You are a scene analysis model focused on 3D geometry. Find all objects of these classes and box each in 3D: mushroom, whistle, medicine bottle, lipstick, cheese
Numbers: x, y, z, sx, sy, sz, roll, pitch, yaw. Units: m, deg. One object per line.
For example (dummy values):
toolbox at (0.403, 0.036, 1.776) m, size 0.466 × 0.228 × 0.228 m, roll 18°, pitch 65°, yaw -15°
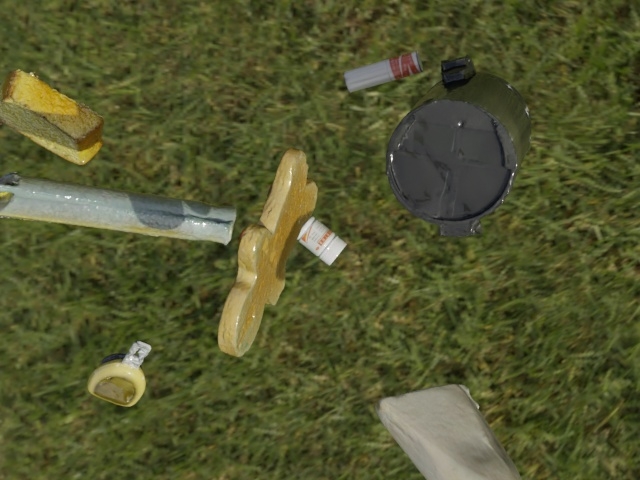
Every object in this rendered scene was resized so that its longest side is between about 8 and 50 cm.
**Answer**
mushroom at (0.275, 0.420, 1.926) m, size 0.407 × 0.154 × 0.137 m, roll 52°, pitch 140°, yaw 14°
whistle at (-0.273, -0.042, 1.390) m, size 0.326 × 0.068 × 0.057 m, roll 9°, pitch 69°, yaw -11°
medicine bottle at (0.000, 0.000, 2.058) m, size 0.089 × 0.057 × 0.057 m, roll 40°, pitch 112°, yaw 1°
lipstick at (0.108, -0.288, 1.827) m, size 0.131 × 0.038 × 0.038 m, roll -14°, pitch 88°, yaw 15°
cheese at (-0.298, 0.199, 1.645) m, size 0.086 × 0.036 × 0.162 m, roll 26°, pitch 134°, yaw -13°

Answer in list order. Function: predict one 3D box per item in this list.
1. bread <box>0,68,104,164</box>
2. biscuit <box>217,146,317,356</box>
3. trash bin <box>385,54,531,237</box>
bread at (-0.419, -0.189, 1.630) m, size 0.187 × 0.065 × 0.103 m, roll 34°, pitch 153°, yaw -9°
biscuit at (-0.060, 0.014, 1.159) m, size 0.030 × 0.153 × 0.234 m, roll 15°, pitch 69°, yaw 16°
trash bin at (0.226, -0.156, 1.720) m, size 0.203 × 0.301 × 0.252 m, roll -8°, pitch 104°, yaw 17°
